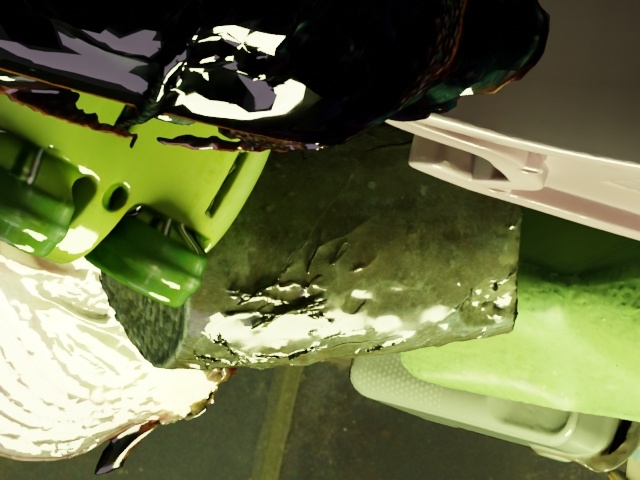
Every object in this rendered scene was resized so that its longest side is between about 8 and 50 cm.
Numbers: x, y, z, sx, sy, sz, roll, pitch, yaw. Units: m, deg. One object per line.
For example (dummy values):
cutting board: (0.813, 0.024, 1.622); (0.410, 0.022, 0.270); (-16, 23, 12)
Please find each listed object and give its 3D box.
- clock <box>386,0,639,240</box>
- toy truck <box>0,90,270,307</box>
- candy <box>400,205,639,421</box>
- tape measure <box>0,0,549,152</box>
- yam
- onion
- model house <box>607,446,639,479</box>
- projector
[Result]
clock: (0.162, -0.056, 0.809); (0.290, 0.080, 0.275); (14, 172, -23)
toy truck: (-0.118, -0.069, 0.951); (0.187, 0.148, 0.210); (29, 180, -32)
candy: (0.184, 0.036, 1.197); (0.142, 0.132, 0.343); (-22, -164, -35)
tape measure: (-0.061, -0.098, 0.623); (0.223, 0.135, 0.202); (14, -176, 29)
yam: (0.000, 0.000, 1.084); (0.254, 0.154, 0.154); (-2, 174, -7)
onion: (-0.182, -0.027, 1.215); (0.349, 0.267, 0.159); (49, -169, -41)
model house: (0.433, 0.213, 1.819); (0.169, 0.244, 0.326); (21, 167, -41)
projector: (0.168, 0.092, 1.638); (0.242, 0.163, 0.177); (14, 175, 24)
